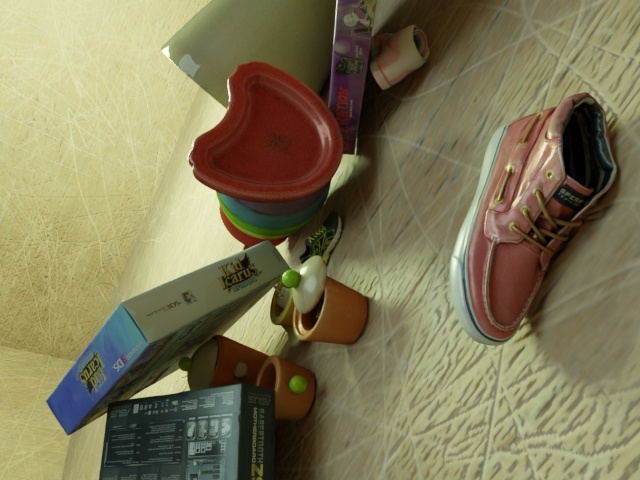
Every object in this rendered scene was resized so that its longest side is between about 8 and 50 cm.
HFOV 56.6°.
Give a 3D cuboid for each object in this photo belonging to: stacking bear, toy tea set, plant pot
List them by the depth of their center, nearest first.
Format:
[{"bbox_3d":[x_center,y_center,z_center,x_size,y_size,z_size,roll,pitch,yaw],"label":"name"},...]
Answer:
[{"bbox_3d":[-0.080,0.136,0.720,0.336,0.124,0.200,-59,25,26],"label":"toy tea set"},{"bbox_3d":[-0.076,-0.073,0.815,0.289,0.164,0.175,119,174,-68],"label":"stacking bear"},{"bbox_3d":[-0.068,-0.331,0.962,0.274,0.256,0.256,-49,27,7],"label":"plant pot"}]

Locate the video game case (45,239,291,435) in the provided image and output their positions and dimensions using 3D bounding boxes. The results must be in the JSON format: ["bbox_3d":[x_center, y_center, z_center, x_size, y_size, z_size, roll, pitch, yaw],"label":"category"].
[{"bbox_3d":[-0.198,0.123,0.779,0.269,0.061,0.244,-44,-10,37],"label":"video game case"}]

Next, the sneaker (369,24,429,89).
[{"bbox_3d":[0.097,-0.230,0.718,0.070,0.051,0.134,-31,25,23],"label":"sneaker"}]

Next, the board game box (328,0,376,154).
[{"bbox_3d":[0.041,-0.290,0.700,0.346,0.056,0.208,96,175,-58],"label":"board game box"}]

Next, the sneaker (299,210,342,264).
[{"bbox_3d":[0.000,0.000,0.763,0.083,0.035,0.031,-69,24,4],"label":"sneaker"}]

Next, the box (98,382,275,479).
[{"bbox_3d":[-0.154,0.263,0.652,0.233,0.059,0.183,-18,61,34],"label":"box"}]

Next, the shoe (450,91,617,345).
[{"bbox_3d":[0.146,-0.016,0.410,0.081,0.064,0.178,-25,46,66],"label":"shoe"}]
